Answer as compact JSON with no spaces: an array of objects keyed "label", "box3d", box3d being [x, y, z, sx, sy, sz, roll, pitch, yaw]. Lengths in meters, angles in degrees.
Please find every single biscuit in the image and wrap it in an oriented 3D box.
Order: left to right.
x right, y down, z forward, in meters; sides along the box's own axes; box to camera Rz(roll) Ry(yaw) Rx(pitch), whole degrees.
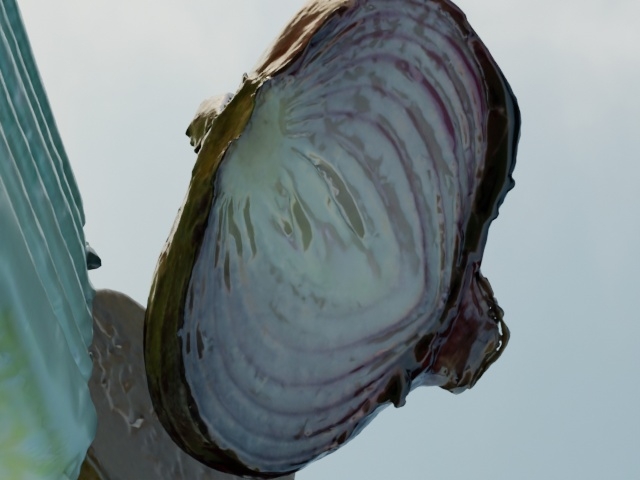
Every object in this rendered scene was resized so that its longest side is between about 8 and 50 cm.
[{"label":"biscuit","box3d":[-0.044,0.149,0.836,0.301,0.049,0.197,55,24,-20]}]

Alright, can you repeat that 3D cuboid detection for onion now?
[{"label":"onion","box3d":[0.000,0.000,0.751,0.206,0.151,0.098,-58,-155,-13]}]

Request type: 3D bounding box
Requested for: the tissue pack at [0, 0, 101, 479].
[{"label":"tissue pack","box3d":[-0.238,-0.074,0.525,0.388,0.287,0.162,80,6,-49]}]
